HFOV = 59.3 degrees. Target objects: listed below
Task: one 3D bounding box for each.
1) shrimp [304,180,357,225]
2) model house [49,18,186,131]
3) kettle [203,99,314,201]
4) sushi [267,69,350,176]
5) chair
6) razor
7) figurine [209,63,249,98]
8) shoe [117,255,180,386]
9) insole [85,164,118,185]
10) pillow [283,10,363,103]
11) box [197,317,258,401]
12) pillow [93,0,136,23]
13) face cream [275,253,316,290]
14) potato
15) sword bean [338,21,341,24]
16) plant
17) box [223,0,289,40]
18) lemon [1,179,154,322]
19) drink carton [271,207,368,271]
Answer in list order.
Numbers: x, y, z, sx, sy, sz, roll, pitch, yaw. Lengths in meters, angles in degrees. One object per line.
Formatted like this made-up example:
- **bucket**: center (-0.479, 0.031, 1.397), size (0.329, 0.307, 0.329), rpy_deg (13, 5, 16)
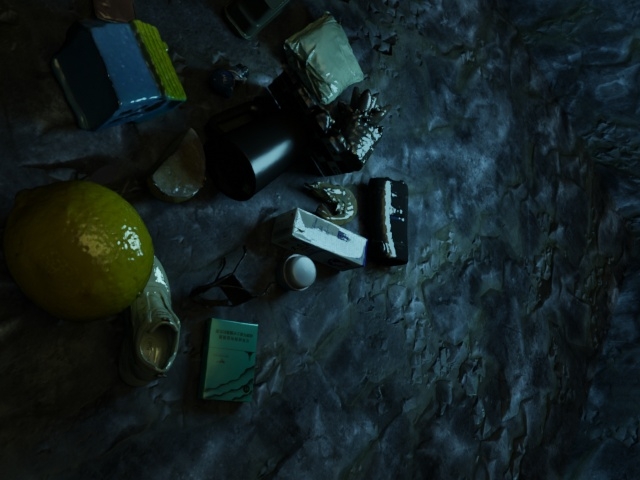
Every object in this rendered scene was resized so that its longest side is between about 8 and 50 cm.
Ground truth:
- **shrimp**: center (0.030, -0.128, 1.978), size (0.254, 0.059, 0.146), rpy_deg (8, 84, -42)
- **model house**: center (-0.517, -0.453, 1.518), size (0.303, 0.215, 0.237), rpy_deg (-28, 97, -43)
- **kettle**: center (-0.208, -0.290, 1.767), size (0.308, 0.262, 0.203), rpy_deg (-42, 141, -41)
- **sushi**: center (-0.007, -0.396, 1.847), size (0.100, 0.296, 0.373), rpy_deg (-36, 103, -10)
- **chair**: center (-0.261, 0.134, 1.610), size (0.149, 0.174, 0.213), rpy_deg (56, 41, -9)
- **razor**: center (0.253, -0.072, 2.107), size (0.189, 0.107, 0.327), rpy_deg (10, 74, -37)
- **figurine**: center (-0.288, -0.520, 1.803), size (0.086, 0.087, 0.149), rpy_deg (32, 52, 15)
- **shoe**: center (-0.422, 0.196, 1.432), size (0.132, 0.210, 0.343), rpy_deg (9, 73, -37)
- **insole**: center (-0.599, -0.161, 1.511), size (0.045, 0.002, 0.135), rpy_deg (51, 53, -16)
- **pillow**: center (0.020, -0.653, 2.040), size (0.284, 0.138, 0.310), rpy_deg (55, 50, -16)
- **box**: center (-0.266, 0.348, 1.631), size (0.160, 0.042, 0.227), rpy_deg (15, 70, -35)
- **pillow**: center (-0.603, -0.730, 1.618), size (0.126, 0.043, 0.233), rpy_deg (-8, 85, -40)
- **face cream**: center (-0.080, 0.104, 1.799), size (0.117, 0.104, 0.117), rpy_deg (9, 74, -37)
- **potato**: center (-0.405, -0.196, 1.615), size (0.138, 0.098, 0.243), rpy_deg (46, 49, -25)
- **sword bean**: center (0.078, -0.820, 2.209), size (0.012, 0.012, 0.084), rpy_deg (7, 74, -38)
- **plant**: center (0.142, -0.405, 2.057), size (0.194, 0.181, 0.321), rpy_deg (37, 64, -27)
- **box**: center (-0.185, -0.815, 1.888), size (0.138, 0.178, 0.274), rpy_deg (48, 54, -20)
- **lemon**: center (-0.553, 0.024, 1.305), size (0.335, 0.336, 0.337), rpy_deg (10, 73, -37)
- **drink carton**: center (0.000, 0.000, 1.873), size (0.314, 0.130, 0.107), rpy_deg (24, 64, -32)
